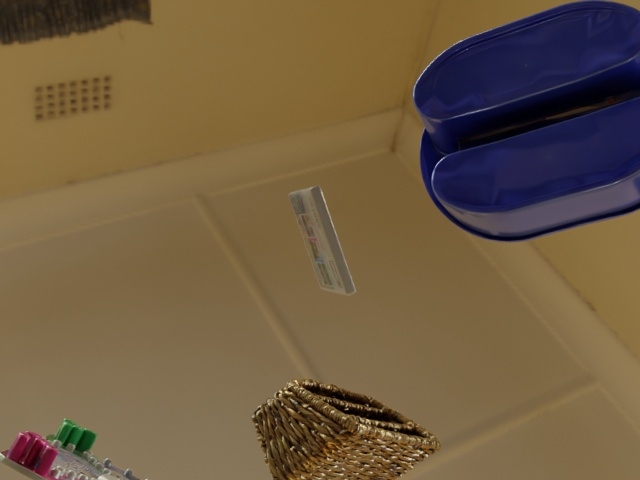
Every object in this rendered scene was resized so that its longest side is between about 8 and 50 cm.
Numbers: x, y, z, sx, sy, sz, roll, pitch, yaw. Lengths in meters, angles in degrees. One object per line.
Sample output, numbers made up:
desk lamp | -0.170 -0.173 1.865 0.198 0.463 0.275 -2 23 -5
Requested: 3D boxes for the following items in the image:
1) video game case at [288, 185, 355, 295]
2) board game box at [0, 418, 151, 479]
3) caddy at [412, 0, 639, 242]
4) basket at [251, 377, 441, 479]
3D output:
video game case | 0.000 0.000 1.210 0.019 0.143 0.157 -21 -85 -13
board game box | -0.286 0.400 1.337 0.390 0.390 0.050 29 -101 -1
caddy | 0.275 -0.135 1.012 0.341 0.179 0.241 -15 -106 20
basket | 0.049 0.351 1.620 0.299 0.223 0.213 23 -146 -44
